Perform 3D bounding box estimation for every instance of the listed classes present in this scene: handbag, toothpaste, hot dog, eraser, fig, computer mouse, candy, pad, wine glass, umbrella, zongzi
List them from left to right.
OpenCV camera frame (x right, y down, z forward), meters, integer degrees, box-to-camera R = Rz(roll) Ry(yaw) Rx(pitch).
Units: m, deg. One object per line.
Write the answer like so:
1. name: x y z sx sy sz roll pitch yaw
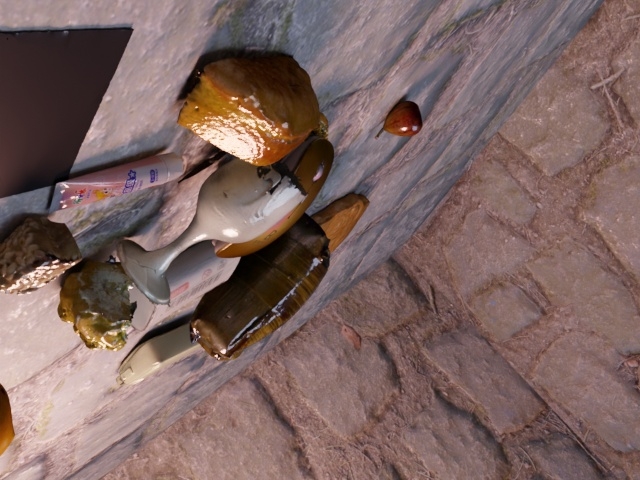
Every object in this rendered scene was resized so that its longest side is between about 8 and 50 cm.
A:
1. pad: -0.365 -0.105 0.661 0.367 0.007 0.247 -28 161 -52
2. candy: -0.378 0.022 0.885 0.110 0.085 0.095 -41 159 11
3. toothpaste: -0.280 -0.083 0.937 0.194 0.043 0.067 -24 162 -42
4. handbag: -0.423 0.302 1.764 0.219 0.079 0.256 -36 172 28
5. eraser: -0.285 0.083 1.401 0.227 0.081 0.174 -34 170 -40
6. umbrella: -0.189 -0.130 1.129 0.122 0.013 0.022 -38 -171 -26
7. wine glass: -0.178 -0.029 1.123 0.321 0.143 0.143 -35 169 4
8. zongzi: -0.156 0.142 1.712 0.403 0.208 0.432 -48 175 -16
9. computer mouse: -0.082 -0.071 1.310 0.310 0.072 0.158 -48 164 12
10. hot dog: -0.016 -0.200 1.356 0.071 0.045 0.165 -43 167 -12
11. fig: 0.188 -0.291 1.666 0.125 0.089 0.089 -17 173 13

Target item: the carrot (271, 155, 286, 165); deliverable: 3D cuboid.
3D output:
1. carrot: -0.115 -0.139 1.267 0.043 0.043 0.248 -51 168 34

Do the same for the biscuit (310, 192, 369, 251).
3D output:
1. biscuit: 0.002 0.002 2.091 0.385 0.062 0.365 -30 162 -48

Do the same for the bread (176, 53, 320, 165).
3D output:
1. bread: -0.079 -0.186 0.990 0.129 0.134 0.260 -48 167 28

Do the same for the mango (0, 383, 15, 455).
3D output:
1. mango: -0.559 0.277 0.946 0.152 0.201 0.287 -68 171 18

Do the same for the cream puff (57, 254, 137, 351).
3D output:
1. cream puff: -0.368 0.113 1.109 0.121 0.156 0.156 7 142 -25
